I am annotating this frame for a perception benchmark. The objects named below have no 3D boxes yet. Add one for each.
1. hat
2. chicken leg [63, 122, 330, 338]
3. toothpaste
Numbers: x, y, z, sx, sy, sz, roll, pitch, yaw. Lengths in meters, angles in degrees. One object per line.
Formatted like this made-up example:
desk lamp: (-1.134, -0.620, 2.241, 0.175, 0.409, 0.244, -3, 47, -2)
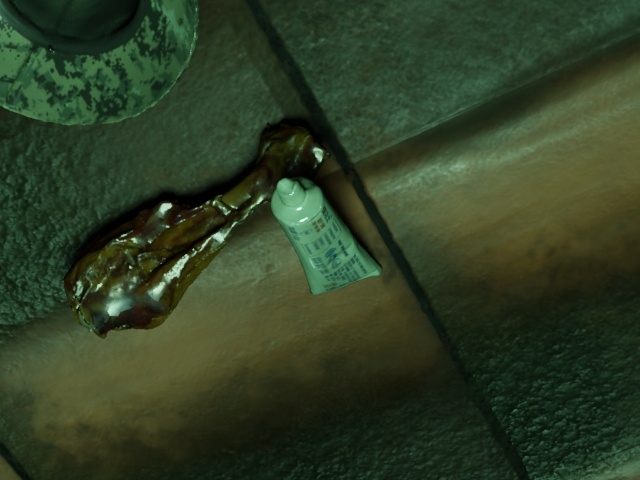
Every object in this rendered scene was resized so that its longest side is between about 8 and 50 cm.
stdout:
hat: (-0.214, -0.230, 1.215, 0.265, 0.128, 0.266, 6, 120, 10)
chicken leg: (-0.116, -0.007, 1.388, 0.304, 0.113, 0.093, -32, 149, 13)
toothpaste: (0.001, -0.001, 1.367, 0.069, 0.047, 0.268, -47, 156, -7)
